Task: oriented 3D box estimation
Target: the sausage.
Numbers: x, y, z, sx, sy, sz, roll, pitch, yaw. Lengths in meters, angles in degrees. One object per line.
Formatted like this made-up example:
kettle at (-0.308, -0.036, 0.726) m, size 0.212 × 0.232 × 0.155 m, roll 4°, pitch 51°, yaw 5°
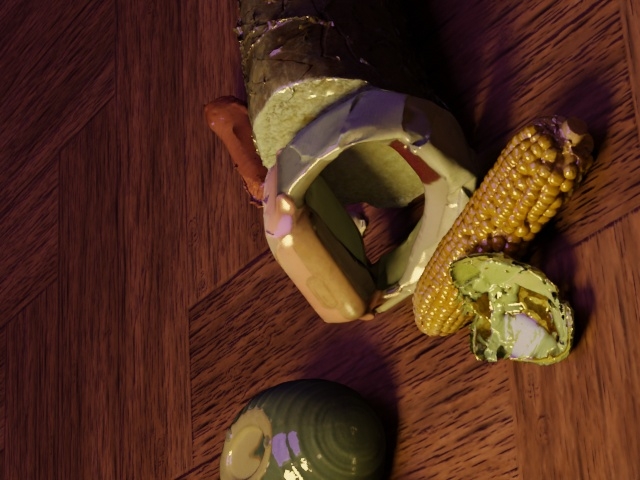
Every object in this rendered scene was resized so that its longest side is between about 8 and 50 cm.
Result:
sausage at (-0.087, -0.113, 2.371) m, size 0.078 × 0.078 × 0.304 m, roll -64°, pitch 35°, yaw 26°

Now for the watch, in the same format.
watch at (0.068, -0.049, 1.938) m, size 0.241 × 0.253 × 0.161 m, roll -24°, pitch 39°, yaw 16°

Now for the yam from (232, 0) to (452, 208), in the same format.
yam at (0.019, -0.223, 2.069) m, size 0.241 × 0.241 × 0.348 m, roll -51°, pitch 37°, yaw 40°

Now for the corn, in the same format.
corn at (0.191, -0.013, 1.838) m, size 0.320 × 0.097 × 0.097 m, roll -57°, pitch 36°, yaw 38°

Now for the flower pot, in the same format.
flower pot at (-0.025, 0.264, 2.053) m, size 0.243 × 0.157 × 0.189 m, roll -39°, pitch 50°, yaw 51°

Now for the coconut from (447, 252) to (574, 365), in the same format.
coconut at (0.203, 0.075, 1.794) m, size 0.158 × 0.055 × 0.133 m, roll 42°, pitch 139°, yaw 17°

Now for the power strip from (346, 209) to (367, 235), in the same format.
power strip at (0.000, 0.000, 2.224) m, size 0.191 × 0.030 × 0.047 m, roll -25°, pitch 59°, yaw 55°
